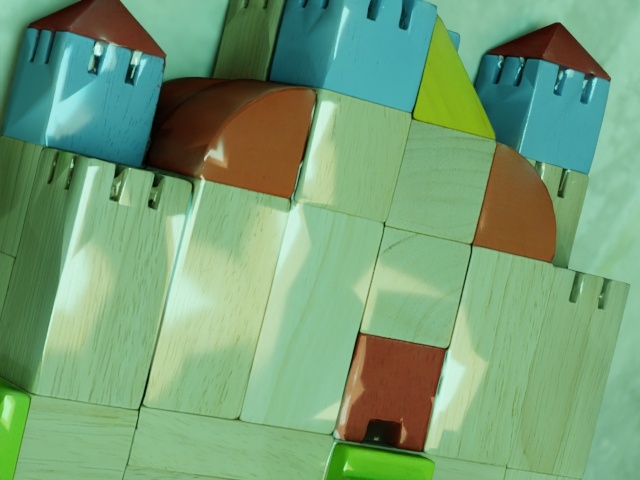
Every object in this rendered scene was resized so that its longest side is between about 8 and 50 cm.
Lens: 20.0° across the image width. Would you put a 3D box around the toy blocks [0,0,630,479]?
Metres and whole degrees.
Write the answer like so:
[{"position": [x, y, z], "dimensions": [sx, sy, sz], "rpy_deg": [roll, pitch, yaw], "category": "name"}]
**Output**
[{"position": [0.000, 0.000, 0.820], "dimensions": [0.381, 0.191, 0.261], "rpy_deg": [12, 91, -32], "category": "toy blocks"}]
